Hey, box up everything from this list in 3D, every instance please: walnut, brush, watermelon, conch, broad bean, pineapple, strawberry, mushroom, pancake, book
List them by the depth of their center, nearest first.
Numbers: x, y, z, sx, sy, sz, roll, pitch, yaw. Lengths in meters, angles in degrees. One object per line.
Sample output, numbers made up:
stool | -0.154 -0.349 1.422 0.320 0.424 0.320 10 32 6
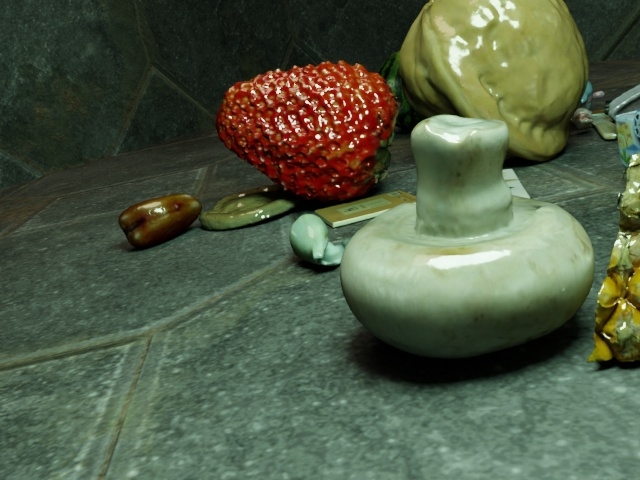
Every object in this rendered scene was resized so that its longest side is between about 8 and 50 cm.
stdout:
pineapple | 0.340 0.000 0.646 0.139 0.164 0.249 9 21 34
mushroom | 0.135 -0.011 0.696 0.243 0.244 0.243 -11 15 3
conch | -0.006 0.005 1.069 0.065 0.088 0.180 -54 22 8
book | 0.086 -0.059 1.298 0.172 0.012 0.118 -14 16 -12
broad bean | -0.303 -0.042 1.385 0.114 0.085 0.165 -15 7 37
strawberry | -0.029 -0.200 1.397 0.351 0.267 0.312 6 -19 -2
walnut | 0.341 -0.341 1.442 0.383 0.384 0.383 -11 15 3
pancake | -0.137 -0.074 1.457 0.222 0.042 0.236 -3 17 34
brush | 0.633 -0.262 1.617 0.085 0.020 0.336 -8 16 13
watermelon | 0.291 -0.440 2.077 0.268 0.269 0.269 -11 15 3

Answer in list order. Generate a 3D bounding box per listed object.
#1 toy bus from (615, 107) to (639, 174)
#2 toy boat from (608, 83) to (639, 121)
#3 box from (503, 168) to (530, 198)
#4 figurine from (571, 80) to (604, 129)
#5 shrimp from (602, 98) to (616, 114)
toy bus | 0.506 -0.109 0.940 0.109 0.136 0.330 -10 15 -1
toy boat | 0.721 -0.238 1.351 0.276 0.111 0.293 -14 28 -7
box | 0.223 -0.044 1.048 0.149 0.067 0.233 -10 15 12
figurine | 0.537 -0.297 1.640 0.260 0.103 0.205 -32 16 -21
shrimp | 0.738 -0.291 1.571 0.152 0.046 0.219 -24 27 -37
